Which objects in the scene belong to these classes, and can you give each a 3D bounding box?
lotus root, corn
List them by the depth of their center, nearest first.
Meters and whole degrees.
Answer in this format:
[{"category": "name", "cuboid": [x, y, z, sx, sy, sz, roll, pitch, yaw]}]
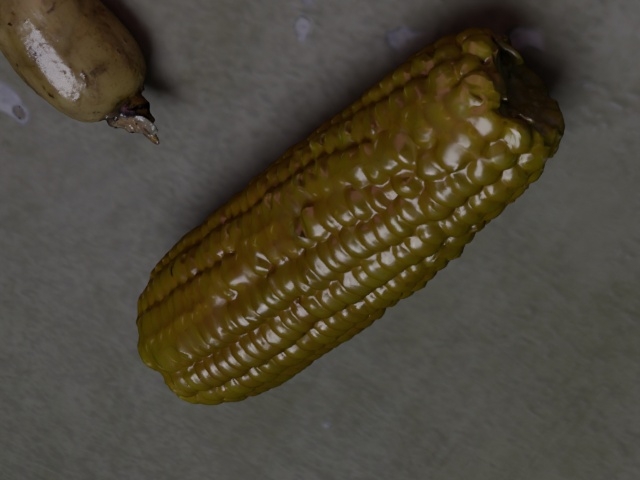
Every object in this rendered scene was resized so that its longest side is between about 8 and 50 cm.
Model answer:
[{"category": "lotus root", "cuboid": [-0.151, -0.113, 0.788, 0.072, 0.063, 0.152, -33, 109, 31]}, {"category": "corn", "cuboid": [0.000, 0.000, 0.789, 0.120, 0.120, 0.363, 38, 134, -13]}]
